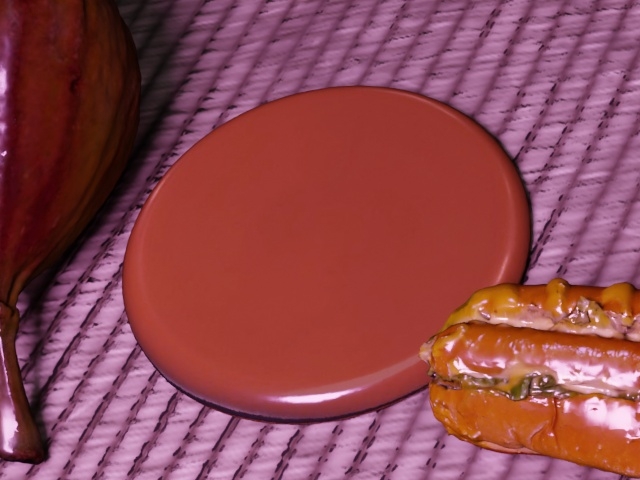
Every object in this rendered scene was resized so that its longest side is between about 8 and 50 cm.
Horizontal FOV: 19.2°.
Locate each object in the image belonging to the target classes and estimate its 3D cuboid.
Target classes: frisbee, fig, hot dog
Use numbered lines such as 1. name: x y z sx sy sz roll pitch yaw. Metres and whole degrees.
1. frisbee: 0.000 0.000 1.130 0.251 0.021 0.250 -8 50 10
2. fig: -0.191 -0.025 1.117 0.217 0.217 0.320 -17 71 2
3. hot dog: 0.182 0.076 0.989 0.269 0.072 0.115 3 62 17
